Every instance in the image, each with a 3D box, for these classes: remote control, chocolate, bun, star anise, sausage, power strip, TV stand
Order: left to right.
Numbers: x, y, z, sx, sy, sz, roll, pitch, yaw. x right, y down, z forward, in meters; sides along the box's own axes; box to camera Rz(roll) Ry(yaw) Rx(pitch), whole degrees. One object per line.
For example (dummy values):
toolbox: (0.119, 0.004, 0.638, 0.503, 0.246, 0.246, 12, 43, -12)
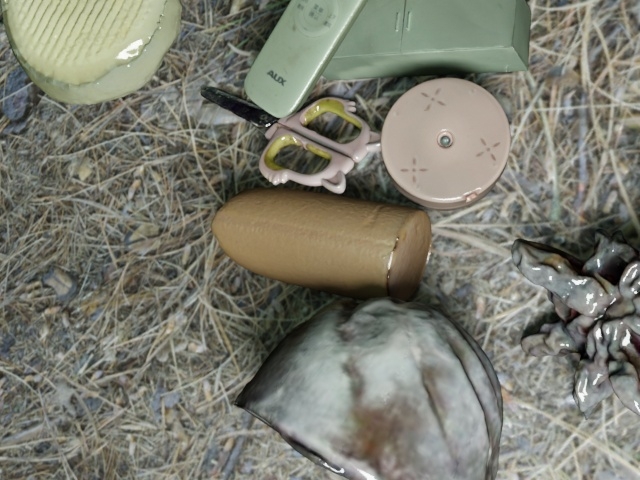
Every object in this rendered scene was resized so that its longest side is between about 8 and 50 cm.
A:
bun: (-0.323, -0.339, 1.235, 0.288, 0.146, 0.287, -1, 84, 11)
sausage: (0.000, 0.000, 1.038, 0.253, 0.123, 0.123, 12, 88, 26)
remote control: (0.013, -0.291, 1.021, 0.090, 0.038, 0.309, 40, 104, 24)
chocolate: (0.080, 0.174, 0.912, 0.303, 0.303, 0.213, 28, 78, 26)
TV stand: (0.116, -0.255, 1.041, 0.270, 0.088, 0.082, 2, 83, 25)
power strip: (0.146, -0.114, 0.991, 0.154, 0.078, 0.154, -1, 84, 9)
star anise: (0.315, 0.075, 0.857, 0.283, 0.129, 0.212, -23, 75, 37)

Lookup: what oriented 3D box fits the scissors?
scissors: (-0.056, -0.154, 1.122, 0.318, 0.024, 0.160, 30, 68, 36)
